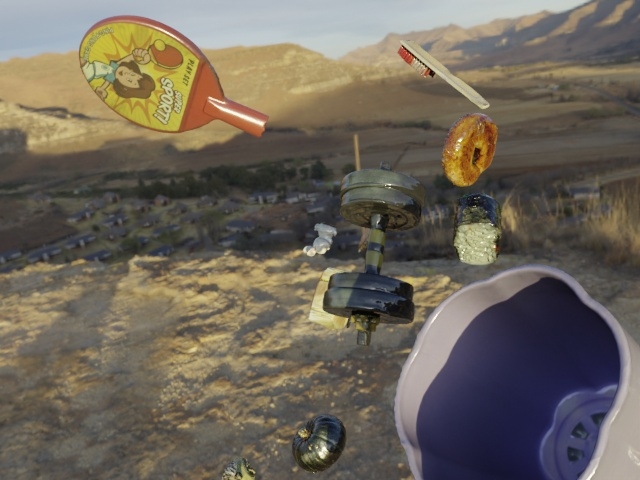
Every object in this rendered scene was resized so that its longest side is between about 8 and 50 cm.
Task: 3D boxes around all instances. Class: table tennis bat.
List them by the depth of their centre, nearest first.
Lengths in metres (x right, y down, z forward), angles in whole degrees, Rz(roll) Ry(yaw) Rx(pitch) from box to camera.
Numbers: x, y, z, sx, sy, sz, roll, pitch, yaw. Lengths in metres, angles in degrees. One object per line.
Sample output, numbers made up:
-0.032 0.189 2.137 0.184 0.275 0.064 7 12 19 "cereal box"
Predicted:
-0.315 -0.331 1.094 0.415 0.268 0.051 21 48 -15 "table tennis bat"

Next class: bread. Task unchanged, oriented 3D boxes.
0.364 -0.224 1.224 0.193 0.193 0.064 -22 34 -35 "bread"
0.046 0.202 1.743 0.110 0.209 0.192 16 -9 23 "bread"

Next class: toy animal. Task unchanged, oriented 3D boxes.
-0.248 0.696 1.462 0.098 0.098 0.137 -7 -10 6 "toy animal"
0.006 0.002 1.683 0.085 0.124 0.071 22 -1 -16 "toy animal"

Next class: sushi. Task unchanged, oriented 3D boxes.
0.416 -0.032 1.322 0.124 0.225 0.127 1 60 20 "sushi"

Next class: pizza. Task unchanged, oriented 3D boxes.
0.147 -0.001 1.586 0.029 0.099 0.100 31 -10 -9 "pizza"

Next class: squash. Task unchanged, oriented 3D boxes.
-0.005 0.655 1.616 0.156 0.193 0.193 29 27 7 "squash"

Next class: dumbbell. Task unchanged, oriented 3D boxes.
0.112 0.019 1.011 0.185 0.388 0.185 9 -16 2 "dumbbell"

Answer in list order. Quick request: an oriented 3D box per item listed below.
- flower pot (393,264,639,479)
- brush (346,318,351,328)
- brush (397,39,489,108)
0.253 0.201 0.549 0.265 0.243 0.265 -39 29 27 "flower pot"
0.097 0.244 1.602 0.008 0.083 0.024 13 12 -19 "brush"
0.331 -0.455 1.383 0.060 0.050 0.321 -16 56 -43 "brush"
